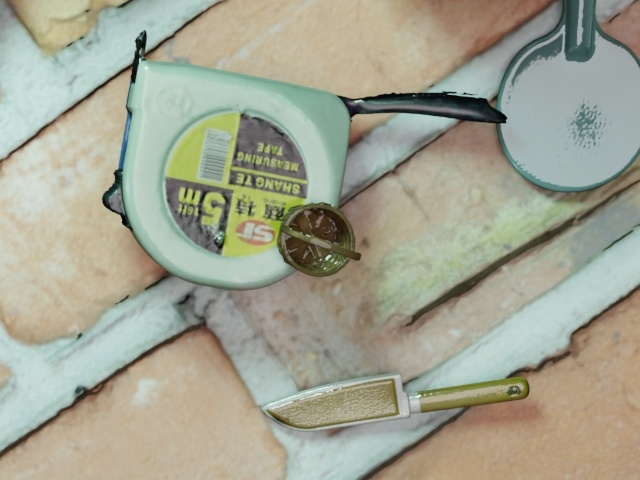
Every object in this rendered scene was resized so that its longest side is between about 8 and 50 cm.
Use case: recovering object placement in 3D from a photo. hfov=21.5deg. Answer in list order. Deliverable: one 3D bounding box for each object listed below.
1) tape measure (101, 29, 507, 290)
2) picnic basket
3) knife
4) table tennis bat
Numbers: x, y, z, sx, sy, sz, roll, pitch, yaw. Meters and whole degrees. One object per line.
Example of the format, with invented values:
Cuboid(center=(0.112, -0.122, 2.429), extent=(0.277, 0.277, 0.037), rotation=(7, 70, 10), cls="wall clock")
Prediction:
Cuboid(center=(-0.017, -0.055, 1.539), extent=(0.351, 0.098, 0.215), rotation=(9, 93, -11), cls="tape measure")
Cuboid(center=(0.000, 0.000, 1.459), extent=(0.072, 0.083, 0.072), rotation=(-1, 97, -13), cls="picnic basket")
Cuboid(center=(0.070, 0.147, 1.597), extent=(0.256, 0.022, 0.046), rotation=(-8, 103, 1), cls="knife")
Cuboid(center=(0.238, -0.163, 1.575), extent=(0.149, 0.038, 0.237), rotation=(0, 100, -3), cls="table tennis bat")
